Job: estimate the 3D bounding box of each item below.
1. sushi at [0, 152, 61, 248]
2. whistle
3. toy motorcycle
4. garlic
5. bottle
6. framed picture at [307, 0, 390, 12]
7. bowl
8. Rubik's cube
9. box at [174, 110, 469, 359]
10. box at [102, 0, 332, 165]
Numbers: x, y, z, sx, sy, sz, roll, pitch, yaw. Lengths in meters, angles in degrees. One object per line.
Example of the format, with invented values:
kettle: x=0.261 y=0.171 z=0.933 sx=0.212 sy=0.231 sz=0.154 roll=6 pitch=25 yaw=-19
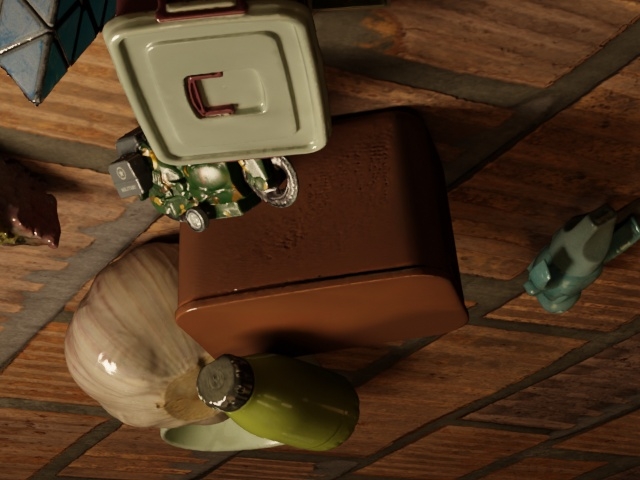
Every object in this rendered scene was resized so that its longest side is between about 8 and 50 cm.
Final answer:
sushi: x=-0.456 y=-0.043 z=1.792 sx=0.161 sy=0.107 sz=0.241 roll=-12 pitch=156 yaw=27
whistle: x=0.372 y=0.026 z=2.105 sx=0.186 sy=0.093 sz=0.274 roll=-25 pitch=160 yaw=-21
toy motorcycle: x=-0.143 y=-0.109 z=1.641 sx=0.275 sy=0.187 sz=0.125 roll=-9 pitch=-160 yaw=47
garlic: x=-0.220 y=0.130 z=2.056 sx=0.317 sy=0.259 sz=0.317 roll=-15 pitch=128 yaw=-20
bottle: x=-0.057 y=0.202 z=1.834 sx=0.112 sy=0.112 sz=0.260 roll=-18 pitch=156 yaw=29
framed picture: x=0.030 y=-0.260 z=1.488 sx=0.089 sy=0.006 sz=0.066 roll=-4 pitch=157 yaw=0
bowl: x=-0.126 y=0.257 z=2.457 sx=0.307 sy=0.163 sz=0.307 roll=-4 pitch=156 yaw=-2
Rubik's cube: x=-0.281 y=-0.278 z=1.337 sx=0.190 sy=0.211 sz=0.178 roll=24 pitch=128 yaw=-5
box: x=0.000 y=0.000 z=1.802 sx=0.339 sy=0.229 sz=0.239 roll=-9 pitch=156 yaw=11
box: x=-0.097 y=-0.208 z=1.388 sx=0.193 sy=0.167 sz=0.294 roll=-7 pitch=156 yaw=2
